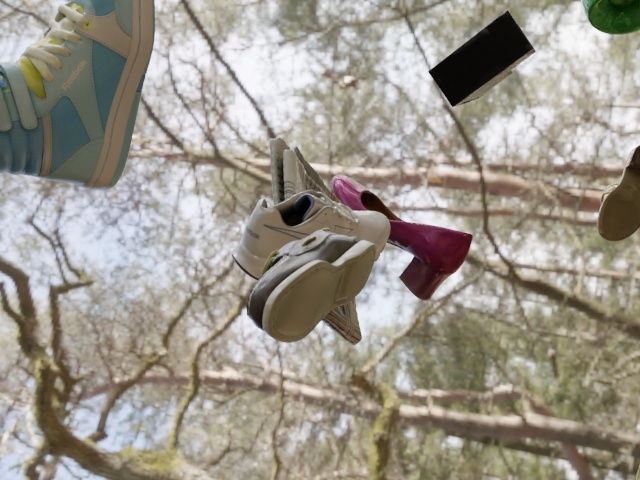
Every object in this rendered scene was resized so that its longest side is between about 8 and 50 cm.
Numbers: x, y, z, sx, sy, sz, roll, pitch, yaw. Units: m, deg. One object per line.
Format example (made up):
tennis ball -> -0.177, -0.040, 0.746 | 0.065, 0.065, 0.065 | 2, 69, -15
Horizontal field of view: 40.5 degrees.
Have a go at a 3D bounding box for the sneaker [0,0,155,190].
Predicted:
sneaker -> -0.317, -0.211, 1.013 | 0.208, 0.127, 0.319 | 0, -69, -37

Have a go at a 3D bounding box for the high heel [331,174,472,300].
high heel -> 0.173, -0.059, 1.873 | 0.127, 0.377, 0.181 | -5, -44, -51

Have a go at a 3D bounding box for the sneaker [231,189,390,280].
sneaker -> 0.005, -0.015, 1.374 | 0.297, 0.111, 0.129 | -10, -48, -40

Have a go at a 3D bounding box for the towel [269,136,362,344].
towel -> 0.000, 0.000, 1.608 | 0.312, 0.056, 0.324 | 44, -147, -53

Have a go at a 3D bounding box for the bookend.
bookend -> 0.278, -0.296, 1.406 | 0.072, 0.157, 0.156 | 57, -150, 3

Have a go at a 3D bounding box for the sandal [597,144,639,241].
sandal -> 0.606, -0.083, 1.746 | 0.240, 0.088, 0.079 | -59, 2, -21

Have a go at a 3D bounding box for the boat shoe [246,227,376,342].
boat shoe -> -0.018, 0.039, 0.857 | 0.228, 0.069, 0.081 | -22, -48, -63

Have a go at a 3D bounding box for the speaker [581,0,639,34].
speaker -> 0.464, -0.473, 1.361 | 0.131, 0.131, 0.296 | 55, -145, -57

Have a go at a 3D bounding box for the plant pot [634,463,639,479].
plant pot -> 0.476, 0.296, 0.888 | 0.366, 0.366, 0.353 | -35, -31, -59
